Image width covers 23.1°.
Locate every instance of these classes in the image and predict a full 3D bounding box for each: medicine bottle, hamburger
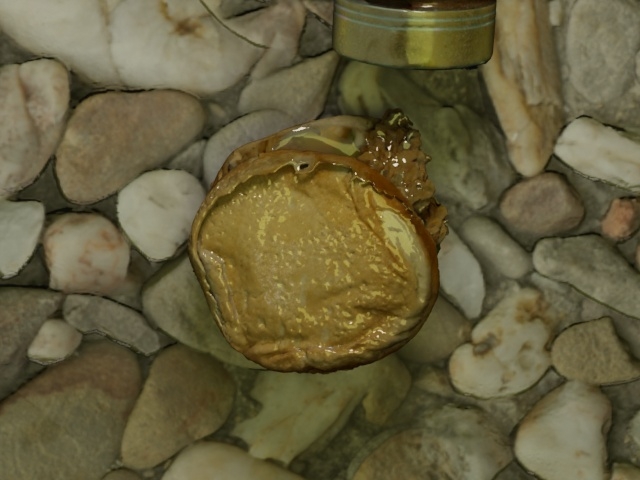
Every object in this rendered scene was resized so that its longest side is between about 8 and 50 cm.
[{"bbox_3d":[0.095,-0.326,1.402,0.151,0.151,0.322,1,109,-7],"label":"medicine bottle"},{"bbox_3d":[0.000,0.000,1.514,0.243,0.146,0.286,26,111,-8],"label":"hamburger"}]
